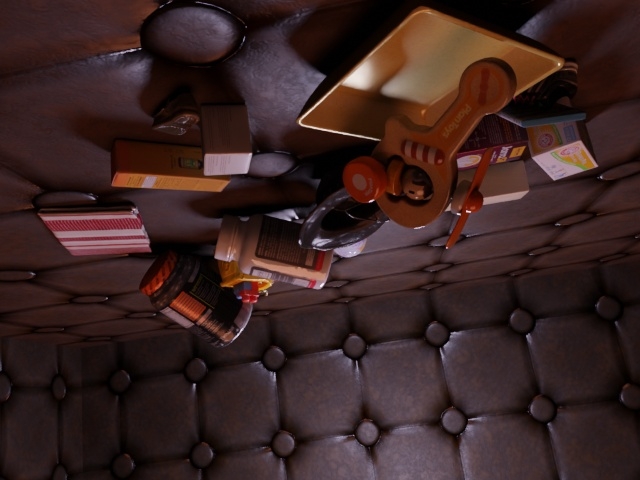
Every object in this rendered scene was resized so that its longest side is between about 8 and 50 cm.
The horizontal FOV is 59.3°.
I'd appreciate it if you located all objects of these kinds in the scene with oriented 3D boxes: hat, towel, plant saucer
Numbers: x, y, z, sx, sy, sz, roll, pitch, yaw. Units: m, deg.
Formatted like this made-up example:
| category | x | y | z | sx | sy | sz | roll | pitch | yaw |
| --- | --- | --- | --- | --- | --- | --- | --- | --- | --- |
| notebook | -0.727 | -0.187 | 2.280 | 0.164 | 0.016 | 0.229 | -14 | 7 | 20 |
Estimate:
| category | x | y | z | sx | sy | sz | roll | pitch | yaw |
| --- | --- | --- | --- | --- | --- | --- | --- | --- | --- |
| hat | 0.064 | -0.109 | 1.398 | 0.331 | 0.134 | 0.331 | -23 | 158 | -10 |
| towel | -0.602 | -0.026 | 1.539 | 0.237 | 0.037 | 0.329 | -3 | 162 | -11 |
| plant saucer | 0.172 | -0.280 | 0.955 | 0.333 | 0.081 | 0.332 | 3 | 160 | -34 |

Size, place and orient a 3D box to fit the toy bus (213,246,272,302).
| category | x | y | z | sx | sy | sz | roll | pitch | yaw |
| --- | --- | --- | --- | --- | --- | --- | --- | --- | --- |
| toy bus | -0.224 | 0.103 | 1.855 | 0.220 | 0.211 | 0.149 | 6 | 157 | -45 |

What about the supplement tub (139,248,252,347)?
| category | x | y | z | sx | sy | sz | roll | pitch | yaw |
| --- | --- | --- | --- | --- | --- | --- | --- | --- | --- |
| supplement tub | -0.410 | 0.188 | 1.860 | 0.338 | 0.207 | 0.207 | 40 | 140 | -23 |

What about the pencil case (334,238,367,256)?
| category | x | y | z | sx | sy | sz | roll | pitch | yaw |
| --- | --- | --- | --- | --- | --- | --- | --- | --- | --- |
| pencil case | 0.089 | -0.034 | 1.704 | 0.124 | 0.113 | 0.273 | -5 | 164 | 1 |

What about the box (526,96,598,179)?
| category | x | y | z | sx | sy | sz | roll | pitch | yaw |
| --- | --- | --- | --- | --- | --- | --- | --- | --- | --- |
| box | 0.539 | -0.225 | 1.266 | 0.103 | 0.114 | 0.203 | -19 | 160 | 32 |

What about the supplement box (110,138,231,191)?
| category | x | y | z | sx | sy | sz | roll | pitch | yaw |
| --- | --- | --- | --- | --- | --- | --- | --- | --- | --- |
| supplement box | -0.309 | -0.151 | 1.169 | 0.233 | 0.078 | 0.080 | 1 | 162 | -27 |

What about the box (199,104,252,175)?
| category | x | y | z | sx | sy | sz | roll | pitch | yaw |
| --- | --- | --- | --- | --- | --- | --- | --- | --- | --- |
| box | -0.180 | -0.188 | 1.060 | 0.087 | 0.101 | 0.102 | -4 | 165 | -13 |

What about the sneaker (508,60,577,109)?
| category | x | y | z | sx | sy | sz | roll | pitch | yaw |
| --- | --- | --- | --- | --- | --- | --- | --- | --- | --- |
| sneaker | 0.407 | -0.280 | 1.072 | 0.170 | 0.075 | 0.063 | -15 | 159 | 21 |

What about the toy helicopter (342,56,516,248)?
| category | x | y | z | sx | sy | sz | roll | pitch | yaw |
| --- | --- | --- | --- | --- | --- | --- | --- | --- | --- |
| toy helicopter | 0.210 | -0.144 | 0.949 | 0.140 | 0.235 | 0.355 | -32 | 164 | -41 |

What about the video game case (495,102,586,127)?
| category | x | y | z | sx | sy | sz | roll | pitch | yaw |
| --- | --- | --- | --- | --- | --- | --- | --- | --- | --- |
| video game case | 0.427 | -0.253 | 1.113 | 0.119 | 0.015 | 0.166 | -8 | -158 | -1 |

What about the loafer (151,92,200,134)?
| category | x | y | z | sx | sy | sz | roll | pitch | yaw |
| --- | --- | --- | --- | --- | --- | --- | --- | --- | --- |
| loafer | -0.255 | -0.224 | 1.002 | 0.056 | 0.050 | 0.148 | 10 | 172 | -40 |

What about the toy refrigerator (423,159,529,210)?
| category | x | y | z | sx | sy | sz | roll | pitch | yaw |
| --- | --- | --- | --- | --- | --- | --- | --- | --- | --- |
| toy refrigerator | 0.409 | -0.145 | 1.523 | 0.269 | 0.094 | 0.102 | -9 | 171 | 6 |

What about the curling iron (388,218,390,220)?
| category | x | y | z | sx | sy | sz | roll | pitch | yaw |
| --- | --- | --- | --- | --- | --- | --- | --- | --- | --- |
| curling iron | 0.187 | -0.102 | 1.659 | 0.068 | 0.035 | 0.274 | -13 | 165 | 1 |

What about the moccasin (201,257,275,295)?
| category | x | y | z | sx | sy | sz | roll | pitch | yaw |
| --- | --- | --- | --- | --- | --- | --- | --- | --- | --- |
| moccasin | -0.257 | 0.144 | 2.087 | 0.380 | 0.147 | 0.139 | 5 | 160 | -38 |

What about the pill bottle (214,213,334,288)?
| category | x | y | z | sx | sy | sz | roll | pitch | yaw |
| --- | --- | --- | --- | --- | --- | --- | --- | --- | --- |
| pill bottle | -0.132 | 0.023 | 1.601 | 0.318 | 0.176 | 0.176 | 13 | 160 | -9 |

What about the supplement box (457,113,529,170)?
| category | x | y | z | sx | sy | sz | roll | pitch | yaw |
| --- | --- | --- | --- | --- | --- | --- | --- | --- | --- |
| supplement box | 0.351 | -0.218 | 1.253 | 0.188 | 0.081 | 0.104 | -10 | 164 | 6 |
